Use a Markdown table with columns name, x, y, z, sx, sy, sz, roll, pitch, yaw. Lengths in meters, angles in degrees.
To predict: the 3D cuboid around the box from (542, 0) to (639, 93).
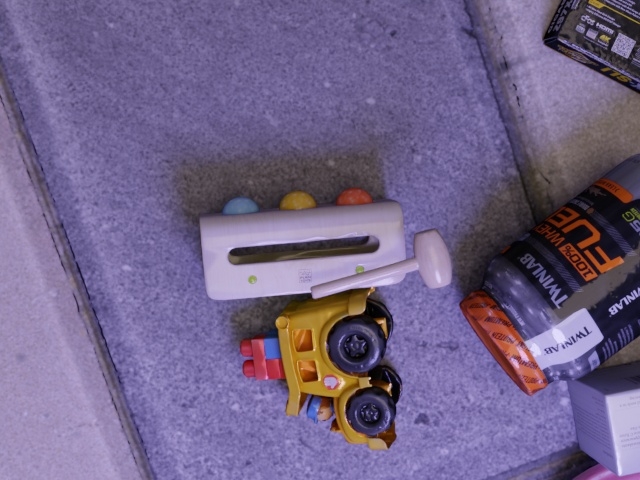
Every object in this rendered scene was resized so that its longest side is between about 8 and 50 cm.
| name | x | y | z | sx | sy | sz | roll | pitch | yaw |
| --- | --- | --- | --- | --- | --- | --- | --- | --- | --- |
| box | 0.517 | -0.327 | 1.677 | 0.322 | 0.079 | 0.257 | 25 | 90 | -7 |

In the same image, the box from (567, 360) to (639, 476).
| name | x | y | z | sx | sy | sz | roll | pitch | yaw |
| --- | --- | --- | --- | --- | --- | --- | --- | --- | --- |
| box | 0.466 | 0.241 | 1.663 | 0.181 | 0.182 | 0.119 | -11 | 93 | -5 |

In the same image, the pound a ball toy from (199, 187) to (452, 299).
| name | x | y | z | sx | sy | sz | roll | pitch | yaw |
| --- | --- | --- | --- | --- | --- | --- | --- | --- | --- |
| pound a ball toy | 0.000 | 0.000 | 1.585 | 0.319 | 0.208 | 0.135 | -5 | 95 | -5 |

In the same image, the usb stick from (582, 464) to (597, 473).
| name | x | y | z | sx | sy | sz | roll | pitch | yaw |
| --- | --- | --- | --- | --- | --- | --- | --- | --- | --- |
| usb stick | 0.514 | 0.394 | 1.747 | 0.278 | 0.045 | 0.077 | 13 | 92 | -7 |

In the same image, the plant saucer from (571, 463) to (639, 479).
| name | x | y | z | sx | sy | sz | roll | pitch | yaw |
| --- | --- | --- | --- | --- | --- | --- | --- | --- | --- |
| plant saucer | 0.473 | 0.472 | 1.700 | 0.332 | 0.084 | 0.332 | -1 | 106 | -2 |

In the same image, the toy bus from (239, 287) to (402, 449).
| name | x | y | z | sx | sy | sz | roll | pitch | yaw |
| --- | --- | --- | --- | --- | --- | --- | --- | --- | --- |
| toy bus | 0.001 | 0.183 | 1.640 | 0.212 | 0.149 | 0.220 | -9 | 98 | 8 |

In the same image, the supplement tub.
| name | x | y | z | sx | sy | sz | roll | pitch | yaw |
| --- | --- | --- | --- | --- | --- | --- | --- | --- | --- |
| supplement tub | 0.374 | 0.051 | 1.626 | 0.338 | 0.207 | 0.207 | -37 | 97 | -2 |
